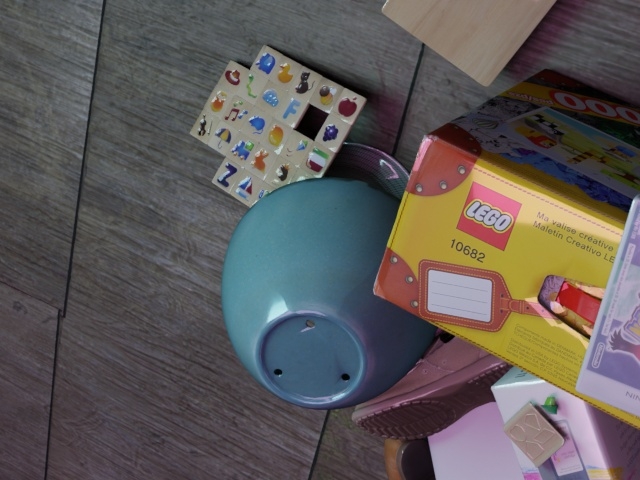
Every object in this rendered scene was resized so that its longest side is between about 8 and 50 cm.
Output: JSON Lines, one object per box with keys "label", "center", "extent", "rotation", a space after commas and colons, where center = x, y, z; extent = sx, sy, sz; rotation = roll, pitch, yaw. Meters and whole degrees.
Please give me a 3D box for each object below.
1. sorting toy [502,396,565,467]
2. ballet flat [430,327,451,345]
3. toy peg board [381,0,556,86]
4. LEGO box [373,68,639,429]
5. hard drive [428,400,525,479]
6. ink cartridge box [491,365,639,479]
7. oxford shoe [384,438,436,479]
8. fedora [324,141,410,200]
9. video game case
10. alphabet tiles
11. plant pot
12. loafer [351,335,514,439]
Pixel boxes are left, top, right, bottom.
{"label": "sorting toy", "center": [0.250, 0.213, 1.333], "extent": [0.062, 0.012, 0.083], "rotation": [50, 130, 16]}
{"label": "ballet flat", "center": [0.119, 0.123, 1.592], "extent": [0.221, 0.077, 0.079], "rotation": [-23, 129, 29]}
{"label": "toy peg board", "center": [0.188, -0.301, 1.405], "extent": [0.161, 0.079, 0.161], "rotation": [35, 124, -4]}
{"label": "LEGO box", "center": [0.370, 0.029, 1.229], "extent": [0.500, 0.372, 0.193], "rotation": [27, 119, 19]}
{"label": "hard drive", "center": [0.255, 0.363, 1.575], "extent": [0.203, 0.040, 0.307], "rotation": [-10, 92, 39]}
{"label": "ink cartridge box", "center": [0.327, 0.225, 1.425], "extent": [0.119, 0.207, 0.353], "rotation": [-15, 98, 36]}
{"label": "oxford shoe", "center": [0.138, 0.370, 1.686], "extent": [0.076, 0.076, 0.212], "rotation": [16, 122, 58]}
{"label": "fedora", "center": [0.000, 0.000, 1.583], "extent": [0.275, 0.124, 0.243], "rotation": [-8, 104, 32]}
{"label": "video game case", "center": [0.336, 0.080, 1.029], "extent": [0.183, 0.023, 0.201], "rotation": [21, 116, 22]}
{"label": "alphabet tiles", "center": [-0.071, -0.146, 1.564], "extent": [0.237, 0.009, 0.198], "rotation": [33, 96, 35]}
{"label": "plant pot", "center": [0.004, 0.093, 1.433], "extent": [0.290, 0.195, 0.290], "rotation": [4, 117, 8]}
{"label": "loafer", "center": [0.160, 0.184, 1.555], "extent": [0.269, 0.092, 0.102], "rotation": [-25, 134, 25]}
